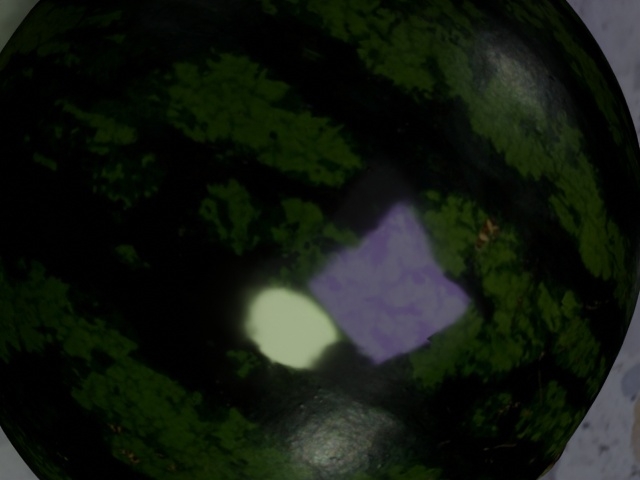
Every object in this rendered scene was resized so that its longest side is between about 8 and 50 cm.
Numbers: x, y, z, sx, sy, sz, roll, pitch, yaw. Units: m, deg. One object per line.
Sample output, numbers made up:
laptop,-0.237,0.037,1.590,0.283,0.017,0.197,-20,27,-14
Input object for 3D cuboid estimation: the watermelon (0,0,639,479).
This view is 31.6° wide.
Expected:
watermelon,-0.004,-0.003,0.429,0.269,0.269,0.269,-10,110,-31
